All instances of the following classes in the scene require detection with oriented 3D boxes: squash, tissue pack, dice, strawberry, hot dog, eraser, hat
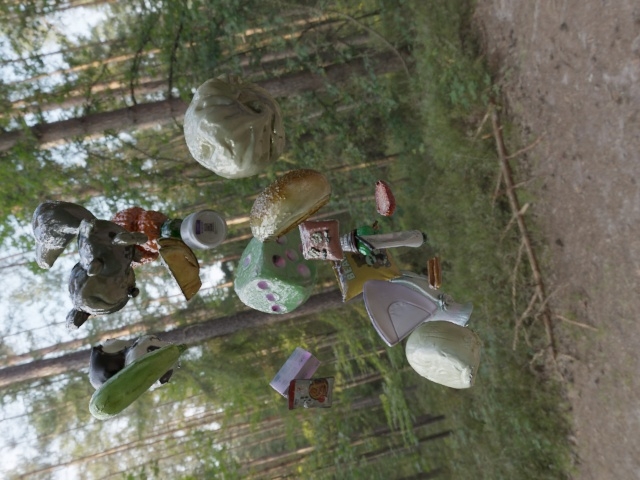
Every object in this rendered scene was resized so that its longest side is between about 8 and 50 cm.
[{"bbox_3d":[-0.629,0.470,1.604,0.118,0.370,0.118,49,170,12],"label":"squash"},{"bbox_3d":[-0.128,0.685,2.390,0.092,0.246,0.148,48,161,-27],"label":"tissue pack"},{"bbox_3d":[-0.216,0.157,2.301,0.330,0.322,0.318,25,-136,-25],"label":"dice"},{"bbox_3d":[0.327,-0.210,2.281,0.121,0.082,0.188,138,129,-59],"label":"strawberry"},{"bbox_3d":[0.541,0.155,2.198,0.045,0.071,0.165,30,-128,-38],"label":"hot dog"},{"bbox_3d":[0.231,0.215,1.530,0.243,0.204,0.059,42,160,42],"label":"eraser"},{"bbox_3d":[-0.807,-0.050,2.176,0.285,0.400,0.285,35,-135,-45],"label":"hat"}]

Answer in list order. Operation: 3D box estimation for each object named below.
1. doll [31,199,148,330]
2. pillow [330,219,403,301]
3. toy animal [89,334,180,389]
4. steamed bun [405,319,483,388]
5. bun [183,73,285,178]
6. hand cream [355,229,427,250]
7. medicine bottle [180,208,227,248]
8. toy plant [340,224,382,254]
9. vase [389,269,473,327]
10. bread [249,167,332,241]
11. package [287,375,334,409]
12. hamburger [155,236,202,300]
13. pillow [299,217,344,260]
[{"bbox_3d":[-0.758,0.075,1.530,0.378,0.382,0.252,32,-161,20],"label":"doll"},{"bbox_3d":[0.194,0.094,2.214,0.119,0.312,0.310,84,164,-78],"label":"pillow"},{"bbox_3d":[-0.732,0.497,1.872,0.251,0.309,0.251,-178,90,-89],"label":"toy animal"},{"bbox_3d":[0.537,0.467,2.008,0.334,0.312,0.233,81,-148,-50],"label":"steamed bun"},{"bbox_3d":[-0.262,-0.379,1.490,0.211,0.359,0.360,123,137,-54],"label":"bun"},{"bbox_3d":[0.321,-0.002,2.014,0.121,0.336,0.076,40,127,51],"label":"hand cream"},{"bbox_3d":[-0.417,-0.036,1.631,0.215,0.135,0.135,-6,102,62],"label":"medicine bottle"},{"bbox_3d":[0.182,0.003,2.093,0.105,0.200,0.143,46,-143,-51],"label":"toy plant"},{"bbox_3d":[0.544,0.317,2.371,0.250,0.445,0.250,23,-90,-84],"label":"vase"},{"bbox_3d":[-0.106,-0.120,1.506,0.159,0.305,0.305,53,-179,-2],"label":"bread"},{"bbox_3d":[-0.045,0.733,2.231,0.030,0.239,0.154,-168,83,-67],"label":"package"},{"bbox_3d":[-0.547,0.094,1.818,0.124,0.131,0.262,30,146,53],"label":"hamburger"},{"bbox_3d":[0.000,0.000,1.767,0.075,0.171,0.179,-58,-37,-58],"label":"pillow"}]
